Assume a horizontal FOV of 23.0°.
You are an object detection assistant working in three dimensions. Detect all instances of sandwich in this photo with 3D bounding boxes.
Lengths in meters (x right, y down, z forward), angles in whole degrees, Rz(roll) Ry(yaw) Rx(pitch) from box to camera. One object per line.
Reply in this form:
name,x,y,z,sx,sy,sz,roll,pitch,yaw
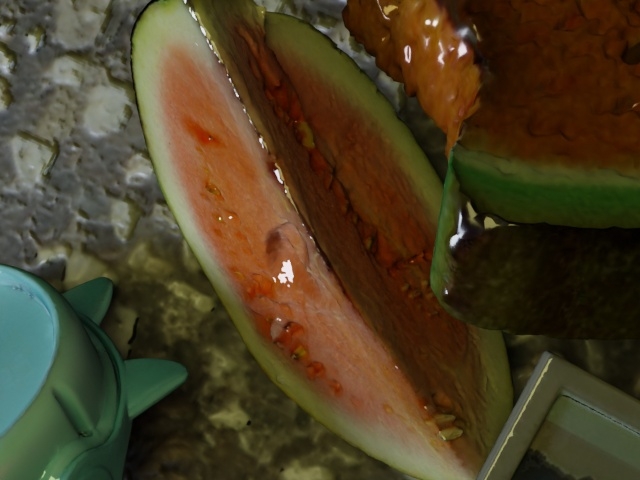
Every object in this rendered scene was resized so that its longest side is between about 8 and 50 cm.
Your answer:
sandwich,0.110,-0.066,0.818,0.250,0.162,0.301,-10,57,-30

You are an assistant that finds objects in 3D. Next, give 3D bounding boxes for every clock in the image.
clock,-0.216,0.104,0.861,0.274,0.094,0.223,-33,42,-15

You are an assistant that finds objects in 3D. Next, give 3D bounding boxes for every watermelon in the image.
watermelon,0.017,-0.012,0.853,0.128,0.159,0.303,-33,95,-24

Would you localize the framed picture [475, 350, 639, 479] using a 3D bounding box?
framed picture,0.182,0.199,0.782,0.265,0.018,0.192,28,91,-5
